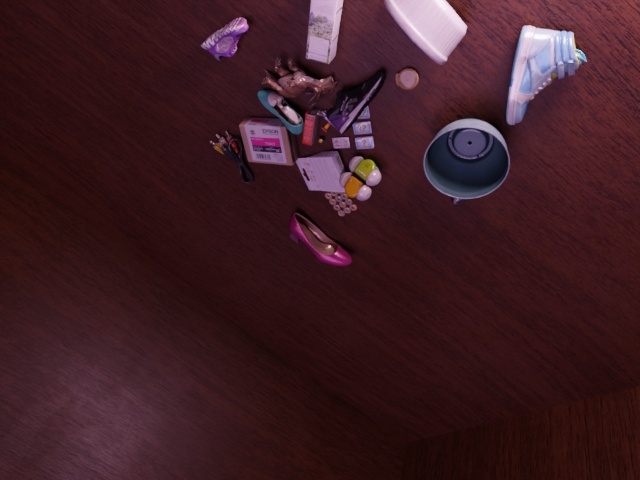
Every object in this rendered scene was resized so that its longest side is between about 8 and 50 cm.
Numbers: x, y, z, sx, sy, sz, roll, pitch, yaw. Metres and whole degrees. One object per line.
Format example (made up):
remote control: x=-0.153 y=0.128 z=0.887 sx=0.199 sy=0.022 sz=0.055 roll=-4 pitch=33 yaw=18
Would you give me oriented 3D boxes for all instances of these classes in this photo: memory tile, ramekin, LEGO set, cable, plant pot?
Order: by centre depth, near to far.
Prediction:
ramekin: x=0.333 y=-0.690 z=1.345 sx=0.273 sy=0.273 sz=0.127 roll=40 pitch=122 yaw=-13
plant pot: x=0.545 y=-0.328 z=1.613 sx=0.293 sy=0.196 sz=0.293 roll=13 pitch=134 yaw=14
LEGO set: x=0.091 y=-0.458 z=1.813 sx=0.244 sy=0.060 sz=0.183 roll=3 pitch=127 yaw=24
memory tile: x=0.097 y=-0.186 z=2.089 sx=0.113 sy=0.012 sz=0.148 roll=-21 pitch=119 yaw=38
cable: x=-0.397 y=-0.405 z=2.115 sx=0.139 sy=0.072 sz=0.287 roll=-25 pitch=130 yaw=20

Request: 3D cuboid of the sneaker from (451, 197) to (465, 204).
sneaker: x=0.605 y=-0.206 z=1.781 sx=0.067 sy=0.078 sz=0.188 roll=37 pitch=136 yaw=-9

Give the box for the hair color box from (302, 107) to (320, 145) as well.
hair color box: x=-0.039 y=-0.482 z=1.840 sx=0.043 sy=0.072 sz=0.141 roll=19 pitch=134 yaw=9

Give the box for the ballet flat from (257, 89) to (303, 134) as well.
ballet flat: x=-0.156 y=-0.549 z=1.800 sx=0.247 sy=0.083 sz=0.087 roll=46 pitch=157 yaw=-2

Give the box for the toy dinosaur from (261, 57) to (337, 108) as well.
toy dinosaur: x=-0.101 y=-0.611 z=1.728 sx=0.295 sy=0.127 sz=0.200 roll=15 pitch=172 yaw=35

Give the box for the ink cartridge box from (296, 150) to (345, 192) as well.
ink cartridge box: x=0.012 y=-0.315 z=2.000 sx=0.232 sy=0.066 sz=0.189 roll=13 pitch=139 yaw=45

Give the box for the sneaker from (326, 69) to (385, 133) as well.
sneaker: x=0.124 y=-0.549 z=1.665 sx=0.124 sy=0.107 sz=0.283 roll=42 pitch=123 yaw=-2

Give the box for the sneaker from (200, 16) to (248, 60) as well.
sneaker: x=-0.358 y=-0.783 z=1.709 sx=0.236 sy=0.095 sz=0.104 roll=-9 pitch=132 yaw=38

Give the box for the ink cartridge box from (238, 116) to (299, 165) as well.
ink cartridge box: x=-0.228 y=-0.446 z=1.953 sx=0.234 sy=0.088 sz=0.193 roll=8 pitch=134 yaw=20

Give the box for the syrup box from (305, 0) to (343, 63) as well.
syrup box: x=0.014 y=-0.763 z=1.537 sx=0.093 sy=0.096 sz=0.237 roll=17 pitch=135 yaw=8

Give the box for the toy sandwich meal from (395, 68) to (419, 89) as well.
toy sandwich meal: x=0.319 y=-0.593 z=1.599 sx=0.085 sy=0.029 sz=0.086 roll=10 pitch=131 yaw=12

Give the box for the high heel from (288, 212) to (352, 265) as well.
high heel: x=0.000 y=0.000 z=2.217 sx=0.377 sy=0.127 sz=0.181 roll=25 pitch=147 yaw=8

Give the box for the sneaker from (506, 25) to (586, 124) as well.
sneaker: x=0.723 y=-0.517 z=1.406 sx=0.208 sy=0.127 sz=0.319 roll=10 pitch=134 yaw=19

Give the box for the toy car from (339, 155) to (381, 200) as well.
toy car: x=0.186 y=-0.264 z=1.889 sx=0.159 sy=0.136 sz=0.182 roll=43 pitch=112 yaw=28
